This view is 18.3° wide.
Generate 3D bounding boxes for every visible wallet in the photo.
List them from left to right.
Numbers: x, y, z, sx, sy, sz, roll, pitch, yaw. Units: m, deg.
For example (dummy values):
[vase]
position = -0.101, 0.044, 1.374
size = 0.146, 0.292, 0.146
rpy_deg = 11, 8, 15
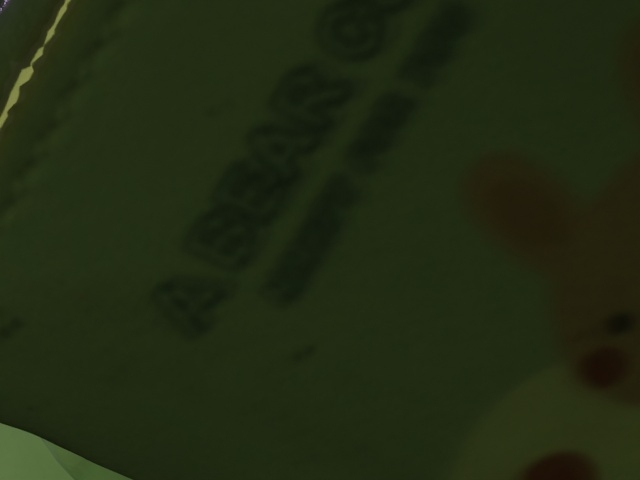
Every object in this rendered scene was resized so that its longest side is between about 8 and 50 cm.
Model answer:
[wallet]
position = 0.090, -0.009, 0.496
size = 0.252, 0.360, 0.083
rpy_deg = -58, 23, 18

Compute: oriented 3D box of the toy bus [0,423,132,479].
[toy bus]
position = 0.000, 0.000, 0.630
size = 0.271, 0.165, 0.133
rpy_deg = -47, 67, 26
